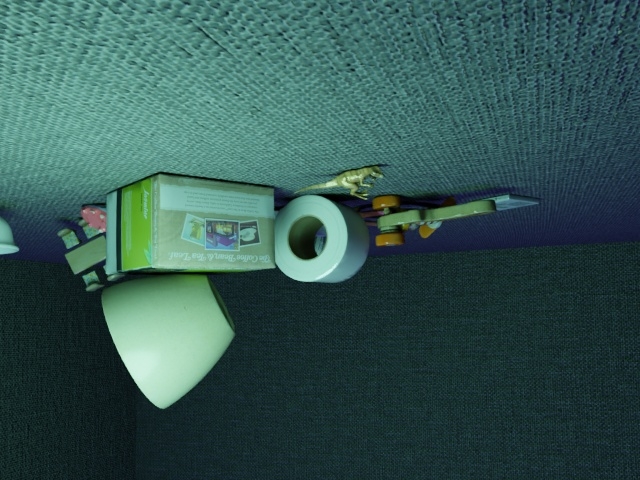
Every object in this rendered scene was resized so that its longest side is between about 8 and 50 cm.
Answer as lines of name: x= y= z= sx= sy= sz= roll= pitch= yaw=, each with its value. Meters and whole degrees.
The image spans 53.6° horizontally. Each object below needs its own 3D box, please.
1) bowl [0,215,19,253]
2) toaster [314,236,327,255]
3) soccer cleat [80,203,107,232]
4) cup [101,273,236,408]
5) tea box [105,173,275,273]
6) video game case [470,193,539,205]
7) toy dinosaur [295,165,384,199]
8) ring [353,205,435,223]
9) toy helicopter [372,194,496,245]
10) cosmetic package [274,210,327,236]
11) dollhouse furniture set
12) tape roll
bowl: x=-0.991 y=-0.036 z=1.741 sx=0.298 sy=0.134 sz=0.298 roll=-2 pitch=173 yaw=0
toaster: x=0.033 y=0.010 z=2.189 sx=0.147 sy=0.226 sz=0.129 roll=22 pitch=165 yaw=-28
soccer cleat: x=-0.571 y=-0.073 z=1.808 sx=0.248 sy=0.083 sz=0.095 roll=5 pitch=-145 yaw=26
cup: x=-0.353 y=0.211 z=1.577 sx=0.237 sy=0.331 sz=0.331 roll=-28 pitch=175 yaw=-5
tea box: x=-0.337 y=-0.024 z=1.634 sx=0.329 sy=0.219 sz=0.324 roll=4 pitch=173 yaw=-41
video game case: x=0.564 y=-0.116 z=1.945 sx=0.157 sy=0.019 sz=0.143 roll=4 pitch=172 yaw=-38
toy dinosaur: x=0.058 y=-0.140 z=1.488 sx=0.212 sy=0.064 sz=0.112 roll=-15 pitch=150 yaw=28
ring: x=0.239 y=-0.085 z=2.096 sx=0.337 sy=0.032 sz=0.336 roll=-2 pitch=173 yaw=0
toy helicopter: x=0.335 y=-0.068 z=1.820 sx=0.355 sy=0.140 sz=0.235 roll=-9 pitch=173 yaw=34
cosmetic package: x=-0.053 y=-0.054 z=2.020 sx=0.231 sy=0.085 sz=0.117 roll=-1 pitch=-178 yaw=-16
dollhouse furniture set: x=-0.703 y=0.020 z=2.040 sx=0.242 sy=0.212 sz=0.161 roll=-28 pitch=177 yaw=-5
tape roll: x=0.000 y=0.000 z=1.829 sx=0.246 sy=0.246 sz=0.169 roll=-5 pitch=174 yaw=26
